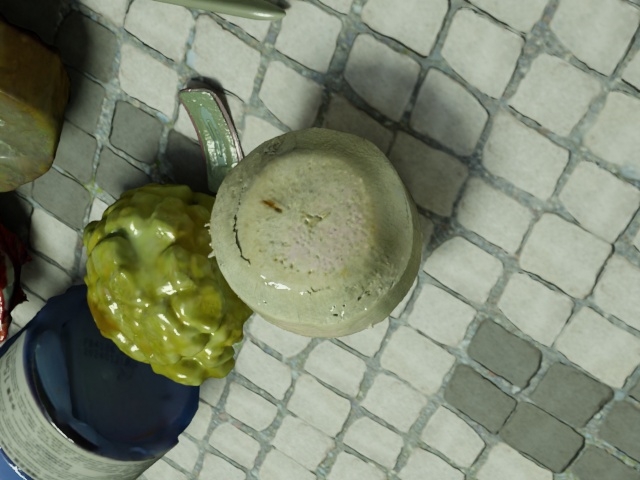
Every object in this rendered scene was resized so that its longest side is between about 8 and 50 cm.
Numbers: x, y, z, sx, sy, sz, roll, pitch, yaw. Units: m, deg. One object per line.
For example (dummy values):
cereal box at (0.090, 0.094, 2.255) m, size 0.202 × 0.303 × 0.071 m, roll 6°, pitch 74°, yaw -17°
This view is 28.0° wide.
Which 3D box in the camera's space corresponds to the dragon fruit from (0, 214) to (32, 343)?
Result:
dragon fruit at (-0.443, 0.018, 1.690) m, size 0.126 × 0.161 × 0.274 m, roll -4°, pitch 111°, yaw 14°

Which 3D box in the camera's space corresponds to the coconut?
coconut at (0.000, 0.000, 1.318) m, size 0.224 × 0.224 × 0.234 m, roll 35°, pitch 171°, yaw 6°

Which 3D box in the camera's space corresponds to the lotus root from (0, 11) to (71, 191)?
lotus root at (-0.472, -0.184, 1.442) m, size 0.390 × 0.111 × 0.375 m, roll 7°, pitch 153°, yaw 14°

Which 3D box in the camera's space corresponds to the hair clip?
hair clip at (-0.120, -0.113, 1.438) m, size 0.054 × 0.022 × 0.137 m, roll 2°, pitch 124°, yaw 31°

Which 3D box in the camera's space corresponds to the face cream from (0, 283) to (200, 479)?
face cream at (-0.301, 0.203, 1.644) m, size 0.249 × 0.249 × 0.225 m, roll 46°, pitch 136°, yaw -6°

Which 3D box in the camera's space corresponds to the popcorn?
popcorn at (-0.175, 0.049, 1.489) m, size 0.216 × 0.181 × 0.235 m, roll -3°, pitch 116°, yaw 37°

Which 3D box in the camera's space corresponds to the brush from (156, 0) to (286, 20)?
brush at (-0.170, -0.263, 1.345) m, size 0.299 × 0.039 × 0.042 m, roll 14°, pitch 129°, yaw 23°
